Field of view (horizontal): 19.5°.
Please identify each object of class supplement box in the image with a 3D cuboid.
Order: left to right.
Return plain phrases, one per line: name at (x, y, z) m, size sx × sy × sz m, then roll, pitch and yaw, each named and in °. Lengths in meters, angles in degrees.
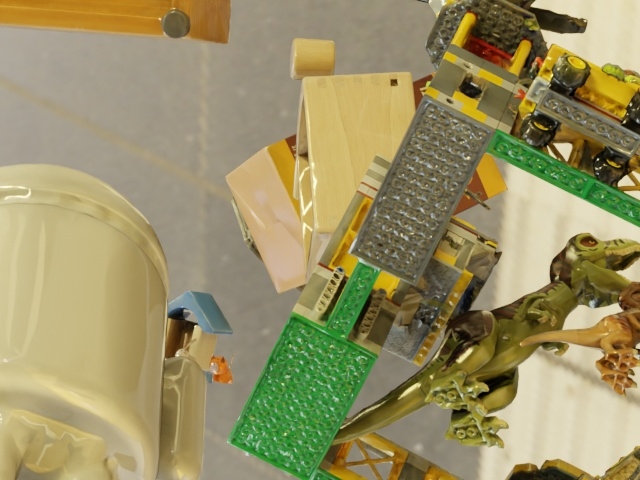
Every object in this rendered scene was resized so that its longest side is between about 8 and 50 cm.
supplement box at (0.039, -0.054, 1.764) m, size 0.129 × 0.194 × 0.191 m, roll 65°, pitch 164°, yaw 0°

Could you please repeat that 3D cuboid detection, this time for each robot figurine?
robot figurine at (-0.212, 0.084, 1.339) m, size 0.200 × 0.300 × 0.353 m, roll -43°, pitch 30°, yaw 32°

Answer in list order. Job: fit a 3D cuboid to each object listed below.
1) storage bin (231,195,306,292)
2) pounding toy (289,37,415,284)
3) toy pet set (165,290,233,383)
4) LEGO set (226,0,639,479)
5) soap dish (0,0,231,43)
storage bin at (0.000, 0.000, 2.014) m, size 0.084 × 0.180 × 0.122 m, roll -43°, pitch 32°, yaw 14°
pounding toy at (0.029, -0.068, 1.445) m, size 0.181 × 0.094 × 0.206 m, roll 98°, pitch 168°, yaw -67°
toy pet set at (-0.116, 0.075, 1.556) m, size 0.122 × 0.114 × 0.065 m, roll 13°, pitch 91°, yaw 23°
LEGO set at (0.108, 0.012, 0.953) m, size 0.255 × 0.192 × 0.331 m, roll 20°, pitch 126°, yaw 6°
soap dish at (-0.217, -0.277, 1.537) m, size 0.291 × 0.118 × 0.229 m, roll 4°, pitch 111°, yaw 1°
